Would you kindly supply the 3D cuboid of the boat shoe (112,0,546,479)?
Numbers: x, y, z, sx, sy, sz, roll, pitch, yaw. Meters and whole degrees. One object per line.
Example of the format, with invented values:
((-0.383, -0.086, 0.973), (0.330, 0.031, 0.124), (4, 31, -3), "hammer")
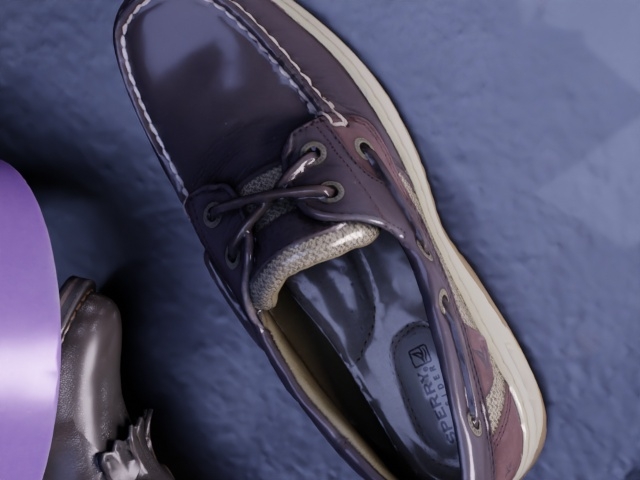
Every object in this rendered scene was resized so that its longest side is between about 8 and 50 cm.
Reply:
((0.000, 0.000, 0.728), (0.103, 0.092, 0.285), (-31, 91, 17), "boat shoe")

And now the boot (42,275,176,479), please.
((-0.029, 0.149, 0.776), (0.229, 0.091, 0.263), (3, 101, 6), "boot")

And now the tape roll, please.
((-0.190, 0.053, 0.735), (0.189, 0.080, 0.189), (-11, 77, 55), "tape roll")
